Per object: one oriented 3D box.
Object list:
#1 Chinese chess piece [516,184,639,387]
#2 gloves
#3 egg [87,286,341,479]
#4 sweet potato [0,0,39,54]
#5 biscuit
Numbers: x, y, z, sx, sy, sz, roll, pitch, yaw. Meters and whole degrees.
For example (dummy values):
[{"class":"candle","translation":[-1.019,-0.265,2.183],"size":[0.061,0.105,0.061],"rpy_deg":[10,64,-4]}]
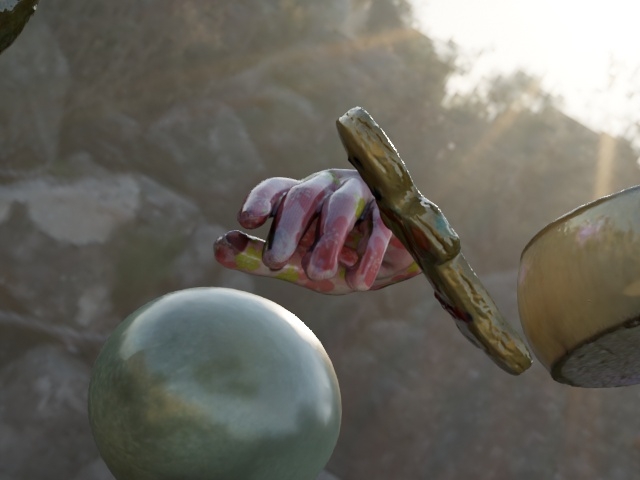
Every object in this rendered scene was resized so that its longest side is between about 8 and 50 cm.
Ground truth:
[{"class":"Chinese chess piece","translation":[0.302,0.039,1.279],"size":[0.270,0.270,0.112],"rpy_deg":[24,50,-57]},{"class":"gloves","translation":[0.004,-0.011,1.384],"size":[0.145,0.126,0.241],"rpy_deg":[12,-11,35]},{"class":"egg","translation":[-0.112,0.181,1.664],"size":[0.258,0.258,0.352],"rpy_deg":[34,1,30]},{"class":"sweet potato","translation":[-0.344,-0.156,1.072],"size":[0.369,0.158,0.158],"rpy_deg":[-1,-5,17]},{"class":"biscuit","translation":[0.080,-0.001,1.177],"size":[0.234,0.030,0.153],"rpy_deg":[56,-7,-15]}]
